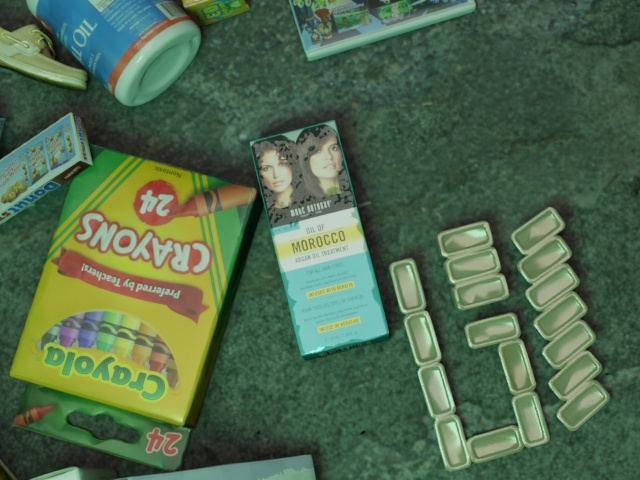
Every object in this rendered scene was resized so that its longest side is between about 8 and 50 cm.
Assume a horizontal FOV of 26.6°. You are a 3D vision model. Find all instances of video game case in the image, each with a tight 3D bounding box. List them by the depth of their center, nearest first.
[{"bbox_3d":[0.055,-0.318,1.553,0.201,0.023,0.183,-17,78,0],"label":"video game case"}]

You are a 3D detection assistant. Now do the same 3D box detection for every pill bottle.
[{"bbox_3d":[-0.249,-0.265,1.514,0.124,0.124,0.221,-44,79,-5],"label":"pill bottle"}]

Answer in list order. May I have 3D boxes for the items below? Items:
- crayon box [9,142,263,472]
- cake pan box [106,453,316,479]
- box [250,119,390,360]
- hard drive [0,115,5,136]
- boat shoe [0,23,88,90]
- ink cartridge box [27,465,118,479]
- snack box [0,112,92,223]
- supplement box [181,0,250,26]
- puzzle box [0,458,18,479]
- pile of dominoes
[{"bbox_3d":[-0.202,0.073,1.468,0.202,0.081,0.318,14,81,6],"label":"crayon box"},{"bbox_3d":[-0.097,0.343,1.332,0.070,0.267,0.245,-23,72,40],"label":"cake pan box"},{"bbox_3d":[0.000,0.000,1.477,0.101,0.060,0.244,-15,79,1],"label":"box"},{"bbox_3d":[-0.492,-0.090,1.516,0.255,0.054,0.172,11,80,16],"label":"hard drive"},{"bbox_3d":[-0.337,-0.219,1.542,0.170,0.063,0.059,21,87,8],"label":"boat shoe"},{"bbox_3d":[-0.205,0.411,1.356,0.069,0.176,0.370,-18,79,1],"label":"ink cartridge box"},{"bbox_3d":[-0.326,-0.070,1.489,0.178,0.022,0.064,-29,60,25],"label":"snack box"},{"bbox_3d":[-0.152,-0.367,1.549,0.080,0.078,0.233,-21,78,0],"label":"supplement box"},{"bbox_3d":[-0.423,0.171,1.370,0.052,0.272,0.409,-41,80,-7],"label":"puzzle box"},{"bbox_3d":[0.195,0.103,1.468,0.196,0.040,0.251,-15,87,1],"label":"pile of dominoes"}]
